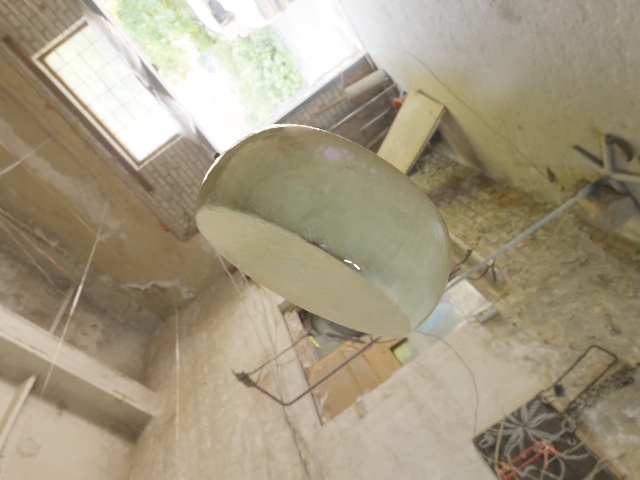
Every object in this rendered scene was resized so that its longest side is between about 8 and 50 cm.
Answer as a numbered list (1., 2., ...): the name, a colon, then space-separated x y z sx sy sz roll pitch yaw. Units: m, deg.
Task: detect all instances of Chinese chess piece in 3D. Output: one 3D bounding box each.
1. Chinese chess piece: 0.000 0.000 0.460 0.273 0.102 0.273 25 160 10
